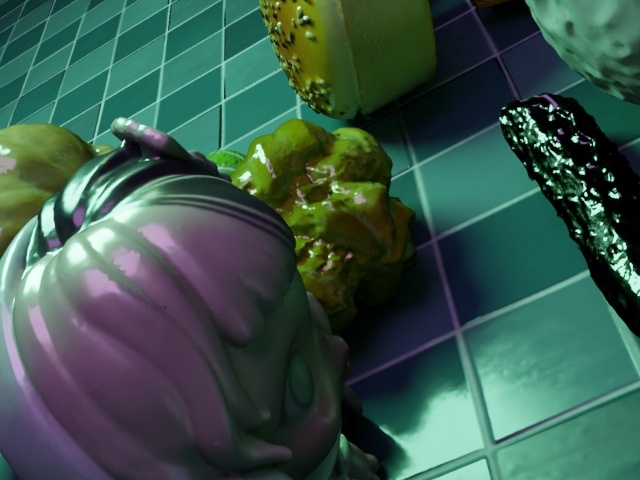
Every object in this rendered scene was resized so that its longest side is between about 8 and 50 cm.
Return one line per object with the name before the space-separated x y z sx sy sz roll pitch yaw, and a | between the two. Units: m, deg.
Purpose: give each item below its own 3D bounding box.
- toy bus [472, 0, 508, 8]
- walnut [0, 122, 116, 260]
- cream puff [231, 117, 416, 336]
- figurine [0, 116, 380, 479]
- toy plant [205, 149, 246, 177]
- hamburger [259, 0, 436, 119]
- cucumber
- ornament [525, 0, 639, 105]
toy bus | 0.263 -0.428 1.103 0.143 0.153 0.329 -7 45 40
walnut | -0.279 0.056 0.896 0.344 0.306 0.306 -39 24 48
cream puff | -0.002 -0.004 0.836 0.195 0.194 0.221 18 67 51
figurine | -0.076 0.118 0.602 0.211 0.361 0.253 -28 37 -5
toy plant | -0.133 -0.051 1.077 0.162 0.093 0.092 -17 39 23
hamburger | 0.019 -0.275 1.038 0.176 0.300 0.300 -17 36 2
cucumber | 0.226 -0.022 0.732 0.303 0.081 0.072 -107 29 -50
ornament | 0.315 -0.272 0.734 0.337 0.337 0.337 -24 36 19
